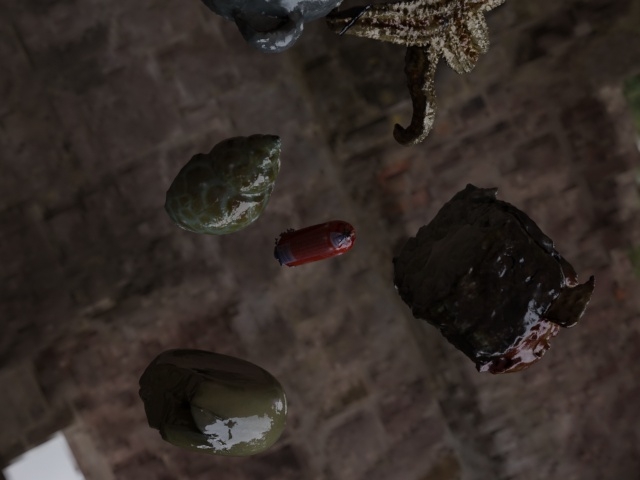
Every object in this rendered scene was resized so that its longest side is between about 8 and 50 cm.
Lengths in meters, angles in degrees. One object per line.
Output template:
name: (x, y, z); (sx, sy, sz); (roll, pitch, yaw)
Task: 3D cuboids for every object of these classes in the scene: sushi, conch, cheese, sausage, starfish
sushi: (0.213, 0.048, 1.900); (0.196, 0.182, 0.343); (-56, -168, 4)
conch: (-0.116, -0.068, 1.963); (0.173, 0.116, 0.106); (-36, -143, -2)
cheese: (-0.122, 0.186, 1.748); (0.175, 0.091, 0.202); (13, -175, -6)
sausage: (0.000, 0.000, 1.768); (0.050, 0.048, 0.145); (-48, -164, -28)
starfish: (0.134, -0.262, 1.794); (0.113, 0.312, 0.303); (36, -147, 29)

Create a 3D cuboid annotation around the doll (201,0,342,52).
doll: (-0.095, -0.311, 1.357); (0.246, 0.340, 0.158); (-43, 161, -22)
